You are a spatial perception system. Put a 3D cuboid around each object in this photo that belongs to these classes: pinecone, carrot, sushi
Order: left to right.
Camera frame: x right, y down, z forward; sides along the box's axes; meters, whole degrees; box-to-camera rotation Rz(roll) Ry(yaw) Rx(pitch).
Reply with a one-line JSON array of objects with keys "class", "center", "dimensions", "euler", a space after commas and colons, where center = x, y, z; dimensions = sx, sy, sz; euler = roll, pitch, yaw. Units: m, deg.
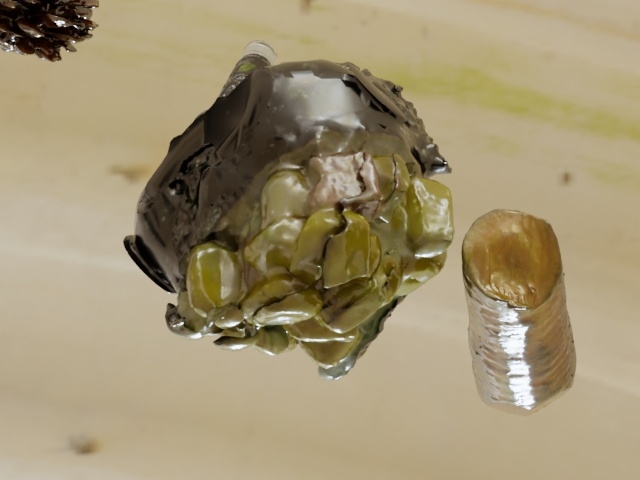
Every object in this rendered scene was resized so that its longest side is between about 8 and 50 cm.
[{"class": "pinecone", "center": [-0.326, -0.290, 2.082], "dimensions": [0.173, 0.173, 0.174], "euler": [9, -80, 58]}, {"class": "sushi", "center": [0.000, 0.000, 1.976], "dimensions": [0.328, 0.328, 0.285], "euler": [-43, -130, 16]}, {"class": "carrot", "center": [0.205, 0.086, 1.858], "dimensions": [0.302, 0.114, 0.114], "euler": [75, -8, -58]}]

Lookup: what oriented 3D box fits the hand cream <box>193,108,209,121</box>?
[{"class": "hand cream", "center": [-0.115, -0.096, 2.144], "dimensions": [0.224, 0.083, 0.048], "euler": [72, -7, -68]}]

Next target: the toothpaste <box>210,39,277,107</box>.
[{"class": "toothpaste", "center": [-0.090, -0.186, 2.247], "dimensions": [0.193, 0.071, 0.045], "euler": [-72, -177, -57]}]
